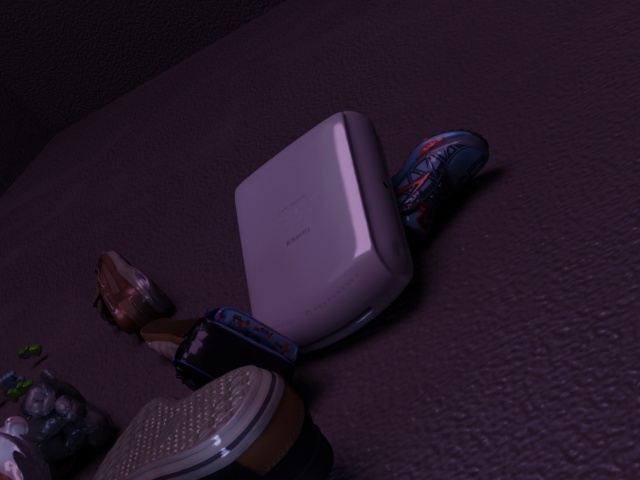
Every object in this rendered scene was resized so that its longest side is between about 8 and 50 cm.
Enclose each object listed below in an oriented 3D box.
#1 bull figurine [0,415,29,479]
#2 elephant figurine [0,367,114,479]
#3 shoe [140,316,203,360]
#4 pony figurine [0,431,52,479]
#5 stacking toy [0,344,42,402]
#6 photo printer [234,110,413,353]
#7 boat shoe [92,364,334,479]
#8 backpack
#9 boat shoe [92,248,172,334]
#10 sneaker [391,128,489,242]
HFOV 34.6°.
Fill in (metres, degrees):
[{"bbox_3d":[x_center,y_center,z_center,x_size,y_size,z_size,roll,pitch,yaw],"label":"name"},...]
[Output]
[{"bbox_3d":[-0.417,0.375,1.275,0.188,0.101,0.310,5,63,53],"label":"bull figurine"},{"bbox_3d":[-0.458,0.348,1.639,0.239,0.169,0.186,-58,-4,-3],"label":"elephant figurine"},{"bbox_3d":[-0.223,0.169,1.719,0.076,0.058,0.219,-31,19,-35],"label":"shoe"},{"bbox_3d":[-0.287,0.390,1.035,0.363,0.351,0.303,-4,3,25],"label":"pony figurine"},{"bbox_3d":[-0.664,0.318,2.118,0.221,0.052,0.167,-35,25,8],"label":"stacking toy"},{"bbox_3d":[0.000,0.000,1.483,0.256,0.107,0.307,-33,51,30],"label":"photo printer"},{"bbox_3d":[-0.156,0.285,1.285,0.500,0.156,0.187,-29,25,51],"label":"boat shoe"},{"bbox_3d":[-0.121,0.168,1.402,0.117,0.158,0.173,-63,8,-15],"label":"backpack"},{"bbox_3d":[-0.397,0.102,2.014,0.116,0.123,0.324,-47,22,-11],"label":"boat shoe"},{"bbox_3d":[0.151,-0.052,1.521,0.262,0.104,0.125,-39,37,18],"label":"sneaker"}]
